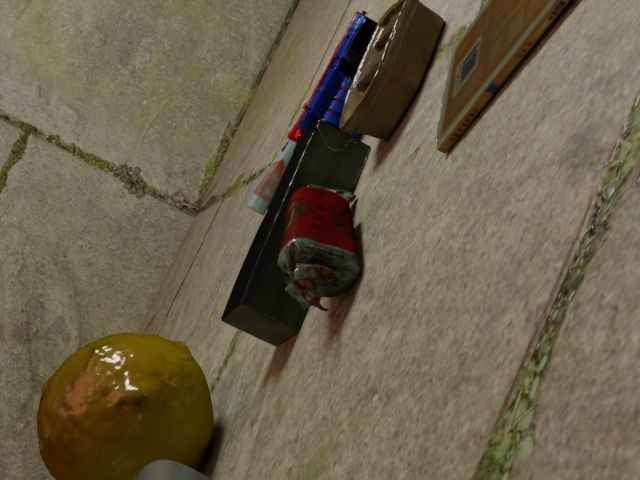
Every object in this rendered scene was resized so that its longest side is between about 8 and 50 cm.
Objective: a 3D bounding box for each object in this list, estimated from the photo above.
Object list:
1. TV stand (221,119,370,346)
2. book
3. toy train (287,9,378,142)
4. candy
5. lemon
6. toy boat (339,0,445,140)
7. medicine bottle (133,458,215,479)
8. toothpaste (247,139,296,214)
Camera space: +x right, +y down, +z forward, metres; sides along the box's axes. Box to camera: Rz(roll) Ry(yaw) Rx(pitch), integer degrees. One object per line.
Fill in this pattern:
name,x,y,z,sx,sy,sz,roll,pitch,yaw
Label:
TV stand,-0.029,-0.012,1.389,0.269,0.083,0.088,-67,11,-25
book,0.183,-0.212,1.057,0.241,0.018,0.170,-52,17,44
toy train,0.039,-0.205,1.521,0.204,0.083,0.131,-61,13,10
candy,-0.001,-0.001,1.235,0.292,0.086,0.059,-86,16,-63
lemon,-0.253,0.234,1.457,0.288,0.234,0.233,-48,18,61
toy boat,0.083,-0.201,1.365,0.188,0.061,0.116,-67,14,-19
medicine bottle,-0.209,0.415,1.111,0.375,0.123,0.282,-61,13,15
toothpaste,-0.061,-0.139,1.936,0.205,0.036,0.056,-59,12,-2
